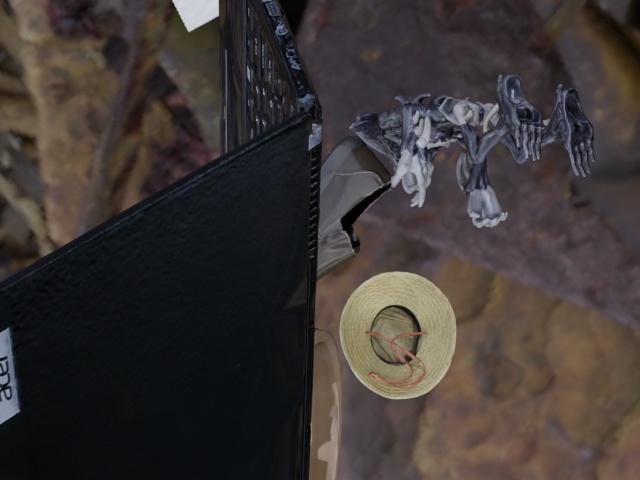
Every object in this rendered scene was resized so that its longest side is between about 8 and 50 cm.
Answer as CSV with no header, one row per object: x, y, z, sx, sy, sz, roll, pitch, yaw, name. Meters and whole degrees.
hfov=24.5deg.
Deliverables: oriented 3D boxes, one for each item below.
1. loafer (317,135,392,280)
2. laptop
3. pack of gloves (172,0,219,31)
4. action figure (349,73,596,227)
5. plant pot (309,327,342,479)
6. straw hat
0.000,0.000,1.516,0.078,0.080,0.220,34,97,14,loafer
-0.073,0.033,0.564,0.137,0.264,0.234,-6,128,-12,laptop
-0.094,-0.383,1.729,0.046,0.232,0.195,66,178,-80,pack of gloves
0.138,-0.089,1.525,0.276,0.164,0.140,-6,79,52,action figure
-0.064,0.164,0.916,0.110,0.237,0.237,8,126,11,plant pot
0.083,0.109,1.693,0.144,0.144,0.061,45,170,-1,straw hat
